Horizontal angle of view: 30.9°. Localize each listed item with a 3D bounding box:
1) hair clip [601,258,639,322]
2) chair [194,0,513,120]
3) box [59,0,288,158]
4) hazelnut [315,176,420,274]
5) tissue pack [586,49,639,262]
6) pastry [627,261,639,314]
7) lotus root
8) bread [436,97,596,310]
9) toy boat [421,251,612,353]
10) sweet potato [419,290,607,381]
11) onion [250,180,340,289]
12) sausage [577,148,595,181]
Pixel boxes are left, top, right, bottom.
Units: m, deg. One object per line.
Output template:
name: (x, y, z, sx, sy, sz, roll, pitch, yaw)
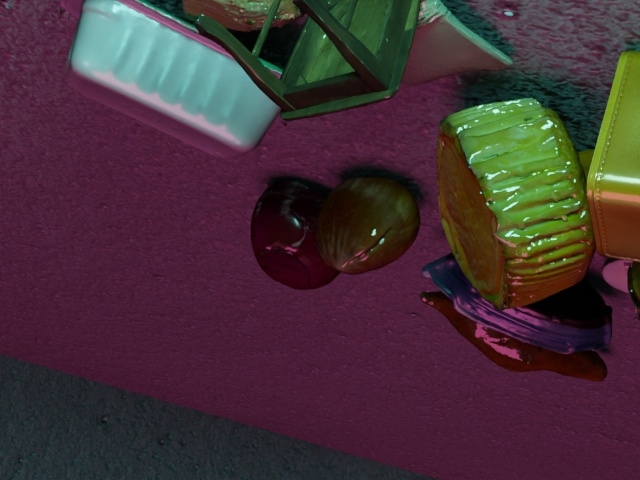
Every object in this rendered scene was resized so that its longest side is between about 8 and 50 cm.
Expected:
hair clip: (0.462, 0.060, 1.660, 0.116, 0.049, 0.172, 2, 148, 27)
chair: (0.045, -0.203, 1.209, 0.160, 0.186, 0.319, -9, 143, 41)
box: (-0.182, -0.194, 1.438, 0.336, 0.106, 0.264, 24, 173, -13)
hazelnut: (0.061, -0.021, 1.672, 0.150, 0.150, 0.150, 17, 158, 7)
tissue pack: (0.427, -0.075, 1.170, 0.274, 0.194, 0.145, 8, 156, 25)
pastry: (0.556, 0.060, 1.431, 0.356, 0.164, 0.356, 19, 153, 10)
lotus root: (-0.089, -0.275, 1.292, 0.144, 0.070, 0.143, 15, 158, 10)
bread: (0.230, -0.047, 1.377, 0.142, 0.227, 0.253, -14, 151, -6)
toy boat: (0.301, 0.095, 1.761, 0.309, 0.129, 0.142, 22, 144, -2)
sweet potato: (0.329, 0.165, 1.941, 0.359, 0.112, 0.112, 24, 158, -4)
onion: (0.000, 0.000, 1.805, 0.218, 0.140, 0.195, 7, 149, 20)
sausage: (0.388, -0.067, 1.355, 0.238, 0.098, 0.098, -3, 149, 46)
